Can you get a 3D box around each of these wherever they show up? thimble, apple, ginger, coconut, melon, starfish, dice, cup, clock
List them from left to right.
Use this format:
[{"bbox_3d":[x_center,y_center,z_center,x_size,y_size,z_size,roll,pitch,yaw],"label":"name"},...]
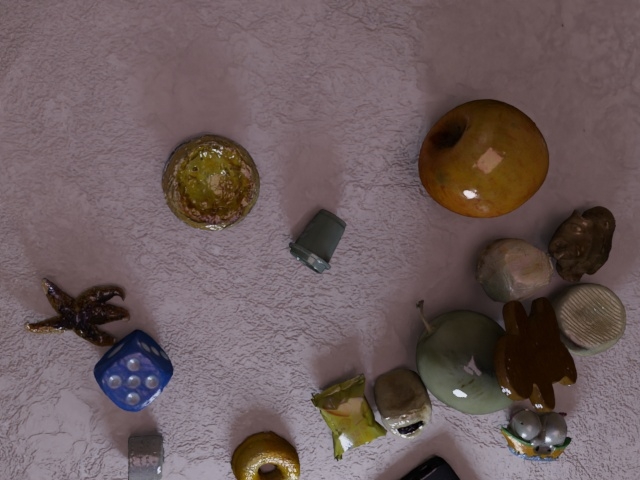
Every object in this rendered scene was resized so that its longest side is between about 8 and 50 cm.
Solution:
[{"bbox_3d":[-0.584,0.173,1.650,0.238,0.071,0.215,-22,100,-18],"label":"starfish"},{"bbox_3d":[-0.451,0.313,1.663,0.143,0.146,0.146,-41,107,0],"label":"dice"},{"bbox_3d":[-0.440,0.549,1.738,0.090,0.102,0.115,0,130,-13],"label":"thimble"},{"bbox_3d":[0.000,0.000,1.722,0.120,0.120,0.141,37,83,-17],"label":"cup"},{"bbox_3d":[0.388,0.316,1.799,0.308,0.272,0.271,18,97,-19],"label":"melon"},{"bbox_3d":[0.401,-0.192,1.684,0.275,0.299,0.299,40,91,-31],"label":"apple"},{"bbox_3d":[0.499,0.079,1.818,0.195,0.194,0.194,-3,102,-12],"label":"coconut"},{"bbox_3d":[0.621,0.553,1.979,0.231,0.103,0.144,9,98,-17],"label":"clock"},{"bbox_3d":[0.679,0.018,1.842,0.270,0.123,0.218,-14,118,-34],"label":"ginger"}]

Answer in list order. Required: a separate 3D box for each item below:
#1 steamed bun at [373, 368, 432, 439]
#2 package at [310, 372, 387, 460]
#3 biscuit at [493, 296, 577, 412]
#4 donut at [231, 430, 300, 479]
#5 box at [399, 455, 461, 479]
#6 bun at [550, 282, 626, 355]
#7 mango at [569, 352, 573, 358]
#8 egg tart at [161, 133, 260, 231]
[{"bbox_3d":[0.228,0.456,1.851,0.141,0.172,0.155,-18,123,2],"label":"steamed bun"},{"bbox_3d":[0.076,0.473,1.843,0.168,0.090,0.226,-25,108,-5],"label":"package"},{"bbox_3d":[0.513,0.283,1.710,0.064,0.432,0.282,-22,85,36],"label":"biscuit"},{"bbox_3d":[-0.140,0.609,1.831,0.174,0.074,0.190,-37,107,-4],"label":"donut"},{"bbox_3d":[0.302,0.795,1.971,0.290,0.073,0.288,-36,107,-4],"label":"box"},{"bbox_3d":[0.736,0.221,1.933,0.223,0.127,0.222,0,80,-1],"label":"bun"},{"bbox_3d":[0.612,0.337,1.928,0.228,0.109,0.147,5,96,-15],"label":"mango"},{"bbox_3d":[-0.261,-0.136,1.642,0.234,0.094,0.234,-3,100,-15],"label":"egg tart"}]
